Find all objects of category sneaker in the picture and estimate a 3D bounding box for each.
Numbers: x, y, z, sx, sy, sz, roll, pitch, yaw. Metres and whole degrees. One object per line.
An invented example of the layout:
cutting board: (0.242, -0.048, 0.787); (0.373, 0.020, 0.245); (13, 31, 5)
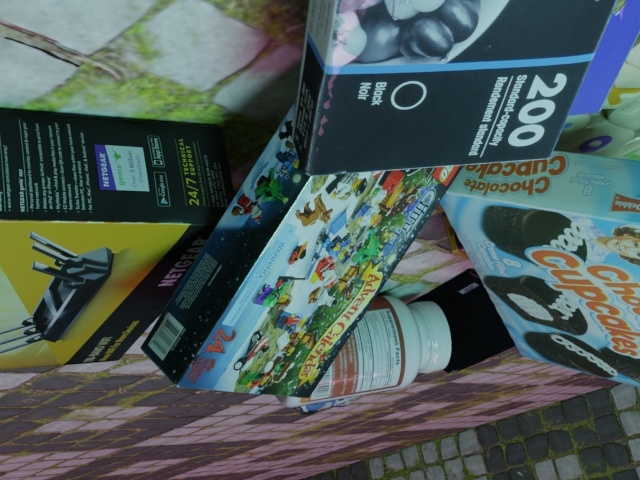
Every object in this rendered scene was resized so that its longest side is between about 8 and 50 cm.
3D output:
sneaker: (0.017, 0.237, 1.322); (0.081, 0.080, 0.211); (-32, 162, 27)

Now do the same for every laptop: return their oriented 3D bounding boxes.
laptop: (0.249, 0.091, 1.159); (0.264, 0.136, 0.234); (-29, 174, -41)

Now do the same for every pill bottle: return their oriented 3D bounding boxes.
pill bottle: (0.047, 0.133, 0.992); (0.216, 0.121, 0.121); (-6, 158, -19)

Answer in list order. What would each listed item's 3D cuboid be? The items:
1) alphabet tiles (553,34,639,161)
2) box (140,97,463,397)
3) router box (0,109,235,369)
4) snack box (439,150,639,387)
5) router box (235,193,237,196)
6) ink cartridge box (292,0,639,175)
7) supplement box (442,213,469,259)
alphabet tiles: (0.287, -0.109, 0.652); (0.278, 0.021, 0.284); (6, 152, -40)
box: (0.000, 0.000, 0.549); (0.233, 0.044, 0.159); (-57, 147, 7)
router box: (-0.232, 0.018, 0.588); (0.243, 0.081, 0.309); (0, 156, -30)
snack box: (0.237, 0.037, 0.701); (0.187, 0.060, 0.322); (12, 155, 35)
router box: (-0.028, -0.015, 0.683); (0.123, 0.038, 0.092); (-14, 160, 4)
ink cartridge box: (0.098, -0.124, 0.395); (0.208, 0.045, 0.206); (-8, 140, -15)
supplement box: (0.173, -0.016, 0.792); (0.083, 0.043, 0.055); (-23, 155, 27)
